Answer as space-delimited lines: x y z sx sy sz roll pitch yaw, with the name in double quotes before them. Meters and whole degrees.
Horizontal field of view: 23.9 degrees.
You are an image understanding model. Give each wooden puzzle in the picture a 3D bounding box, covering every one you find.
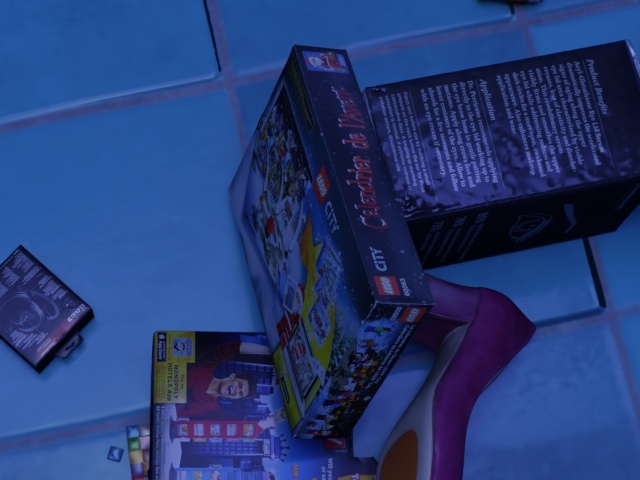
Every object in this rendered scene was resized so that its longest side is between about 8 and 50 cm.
"wooden puzzle" -0.118 0.160 1.131 0.083 0.006 0.049 -7 75 -6

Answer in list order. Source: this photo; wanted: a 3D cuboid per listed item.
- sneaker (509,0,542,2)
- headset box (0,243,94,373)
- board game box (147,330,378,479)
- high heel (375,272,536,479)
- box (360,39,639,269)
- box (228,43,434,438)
"sneaker" 0.148 -0.253 1.249 0.067 0.042 0.118 -3 76 -8
"headset box" -0.216 0.055 1.141 0.083 0.032 0.062 40 76 7
"board game box" -0.028 0.167 1.103 0.194 0.060 0.194 3 68 -9
"high heel" 0.107 0.136 1.089 0.117 0.082 0.244 21 45 -20
"box" 0.134 -0.058 1.136 0.207 0.153 0.108 -11 74 -8
"box" 0.000 0.000 1.066 0.044 0.159 0.233 3 50 -25
